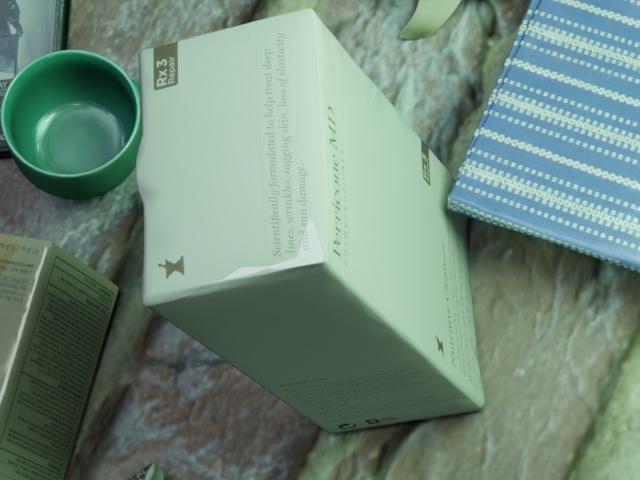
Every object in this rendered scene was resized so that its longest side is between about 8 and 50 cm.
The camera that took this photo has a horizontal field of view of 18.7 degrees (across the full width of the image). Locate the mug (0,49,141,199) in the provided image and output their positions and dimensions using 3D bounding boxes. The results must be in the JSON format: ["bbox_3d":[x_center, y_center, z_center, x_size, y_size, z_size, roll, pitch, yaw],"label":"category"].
[{"bbox_3d":[-0.218,-0.102,1.845,0.157,0.097,0.129,8,72,2],"label":"mug"}]

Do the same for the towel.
[{"bbox_3d":[0.277,-0.132,1.670,0.243,0.040,0.336,19,70,18],"label":"towel"}]

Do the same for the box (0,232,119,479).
[{"bbox_3d":[-0.303,0.159,1.762,0.121,0.148,0.311,9,73,24],"label":"box"}]

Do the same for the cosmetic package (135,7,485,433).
[{"bbox_3d":[0.000,0.000,1.565,0.156,0.385,0.217,-11,68,17],"label":"cosmetic package"}]

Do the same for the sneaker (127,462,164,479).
[{"bbox_3d":[-0.099,0.284,1.673,0.235,0.090,0.095,34,76,26],"label":"sneaker"}]

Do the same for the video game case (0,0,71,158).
[{"bbox_3d":[-0.346,-0.210,1.981,0.196,0.026,0.274,-6,70,19],"label":"video game case"}]

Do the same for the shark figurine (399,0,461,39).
[{"bbox_3d":[0.078,-0.305,1.787,0.166,0.278,0.116,-42,21,34],"label":"shark figurine"}]
